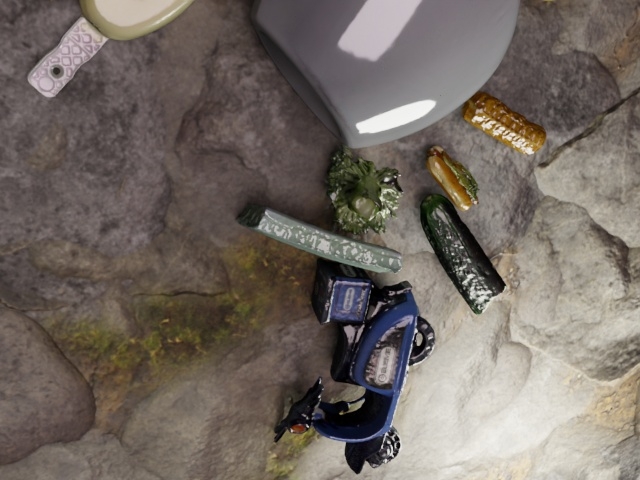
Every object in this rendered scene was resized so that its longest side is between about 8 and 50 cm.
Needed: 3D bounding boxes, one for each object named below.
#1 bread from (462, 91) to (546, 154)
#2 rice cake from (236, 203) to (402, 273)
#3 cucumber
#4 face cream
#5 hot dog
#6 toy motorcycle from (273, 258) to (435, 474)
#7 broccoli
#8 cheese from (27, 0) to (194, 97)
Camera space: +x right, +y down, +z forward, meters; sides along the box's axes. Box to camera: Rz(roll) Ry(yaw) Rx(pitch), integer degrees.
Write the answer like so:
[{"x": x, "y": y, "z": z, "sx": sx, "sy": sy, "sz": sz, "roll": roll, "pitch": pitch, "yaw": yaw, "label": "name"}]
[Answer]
[{"x": 0.286, "y": -0.180, "z": 1.115, "sx": 0.157, "sy": 0.044, "sz": 0.052, "roll": 23, "pitch": 99, "yaw": -26, "label": "bread"}, {"x": 0.000, "y": 0.000, "z": 1.043, "sx": 0.237, "sy": 0.127, "sz": 0.043, "roll": 19, "pitch": 90, "yaw": -19, "label": "rice cake"}, {"x": 0.225, "y": 0.022, "z": 1.160, "sx": 0.074, "sy": 0.074, "sz": 0.241, "roll": -39, "pitch": 117, "yaw": -2, "label": "cucumber"}, {"x": 0.110, "y": -0.308, "z": 0.903, "sx": 0.357, "sy": 0.219, "sz": 0.312, "roll": -40, "pitch": 118, "yaw": -2, "label": "face cream"}, {"x": 0.207, "y": -0.099, "z": 1.115, "sx": 0.041, "sy": 0.056, "sz": 0.133, "roll": -28, "pitch": 122, "yaw": 27, "label": "hot dog"}, {"x": 0.053, "y": 0.215, "z": 1.153, "sx": 0.212, "sy": 0.125, "sz": 0.359, "roll": 6, "pitch": 107, "yaw": -13, "label": "toy motorcycle"}, {"x": 0.059, "y": -0.061, "z": 0.998, "sx": 0.118, "sy": 0.204, "sz": 0.123, "roll": 16, "pitch": 99, "yaw": 1, "label": "broccoli"}, {"x": -0.262, "y": -0.278, "z": 0.877, "sx": 0.255, "sy": 0.050, "sz": 0.127, "roll": -45, "pitch": 118, "yaw": 1, "label": "cheese"}]
